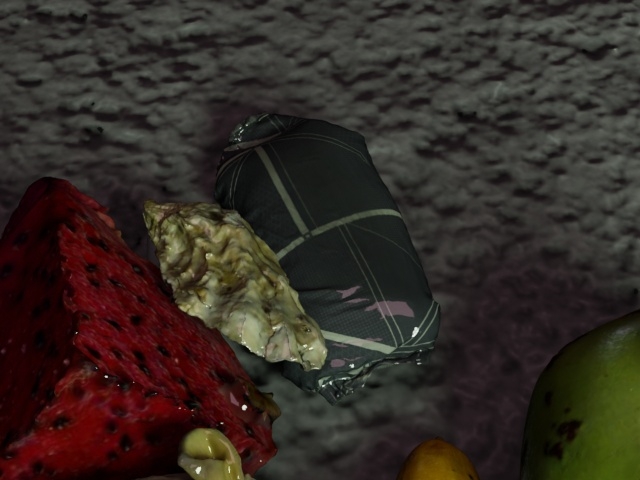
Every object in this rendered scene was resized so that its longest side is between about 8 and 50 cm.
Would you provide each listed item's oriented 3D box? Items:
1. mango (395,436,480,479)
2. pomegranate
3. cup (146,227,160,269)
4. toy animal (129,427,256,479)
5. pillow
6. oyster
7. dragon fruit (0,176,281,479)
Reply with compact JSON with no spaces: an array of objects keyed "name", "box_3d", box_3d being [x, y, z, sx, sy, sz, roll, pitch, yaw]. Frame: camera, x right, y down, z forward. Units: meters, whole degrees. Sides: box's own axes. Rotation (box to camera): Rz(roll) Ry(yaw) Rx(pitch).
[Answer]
[{"name":"mango","box_3d":[0.093,0.237,1.001,0.075,0.098,0.190,-22,40,28]},{"name":"pomegranate","box_3d":[0.269,0.171,0.913,0.290,0.323,0.291,-7,65,15]},{"name":"cup","box_3d":[-0.115,0.026,1.173,0.104,0.074,0.116,-16,52,20]},{"name":"toy animal","box_3d":[-0.113,0.282,0.885,0.358,0.188,0.226,-17,65,-47]},{"name":"pillow","box_3d":[0.000,0.000,1.188,0.161,0.093,0.335,-19,54,-4]},{"name":"oyster","box_3d":[-0.063,0.033,1.066,0.132,0.072,0.209,13,22,-33]},{"name":"dragon fruit","box_3d":[-0.189,0.080,1.034,0.302,0.240,0.330,0,57,-21]}]
